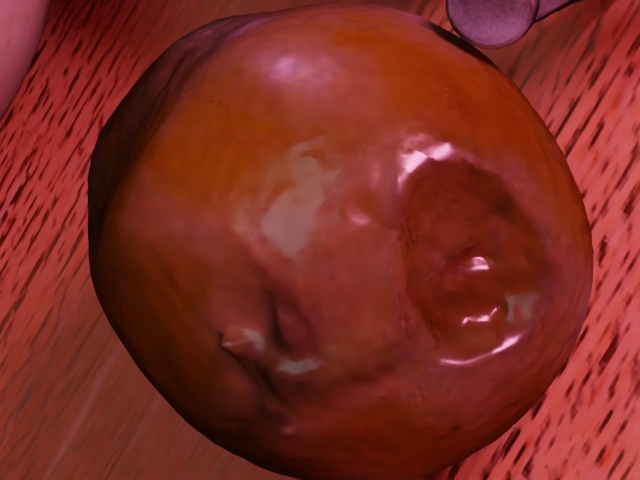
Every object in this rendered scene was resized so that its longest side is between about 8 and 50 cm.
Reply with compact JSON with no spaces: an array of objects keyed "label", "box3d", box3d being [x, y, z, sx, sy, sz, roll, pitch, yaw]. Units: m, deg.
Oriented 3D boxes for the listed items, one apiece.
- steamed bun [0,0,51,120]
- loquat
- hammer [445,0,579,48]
[{"label":"steamed bun","box3d":[-0.305,-0.138,0.927,0.374,0.334,0.334,-39,51,33]},{"label":"loquat","box3d":[0.000,0.000,0.699,0.227,0.179,0.179,12,81,61]},{"label":"hammer","box3d":[0.186,-0.143,0.657,0.290,0.137,0.037,-23,96,17]}]
